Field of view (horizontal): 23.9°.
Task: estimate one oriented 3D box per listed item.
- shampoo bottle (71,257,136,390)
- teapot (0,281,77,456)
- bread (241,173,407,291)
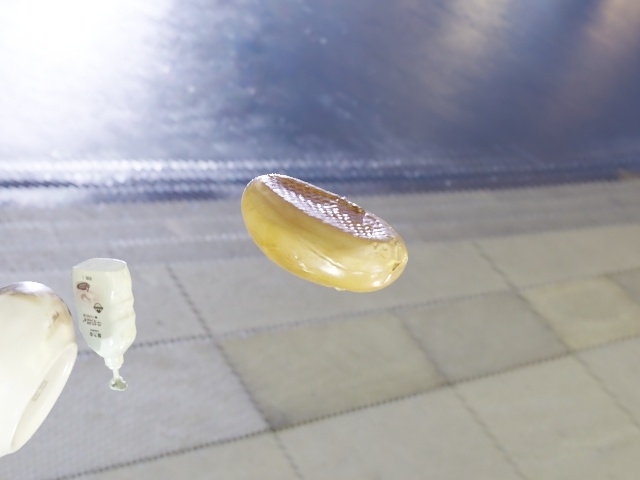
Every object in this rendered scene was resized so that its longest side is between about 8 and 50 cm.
[{"bbox_3d":[-0.242,0.098,1.720,0.077,0.152,0.045,7,24,34],"label":"shampoo bottle"},{"bbox_3d":[-0.348,0.136,1.597,0.139,0.204,0.298,27,-17,4],"label":"teapot"},{"bbox_3d":[0.000,0.000,1.386,0.114,0.077,0.189,-14,31,-41],"label":"bread"}]
